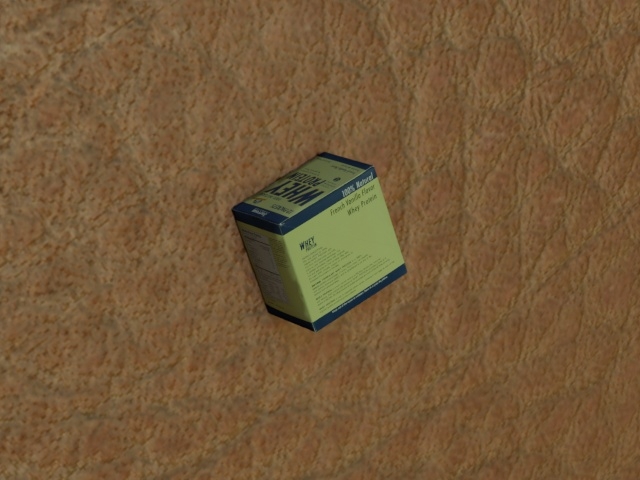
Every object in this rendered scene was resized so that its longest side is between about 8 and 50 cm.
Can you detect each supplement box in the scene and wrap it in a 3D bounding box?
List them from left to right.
[{"bbox_3d":[0.000,0.000,1.285,0.083,0.056,0.083,-33,119,-26],"label":"supplement box"}]
